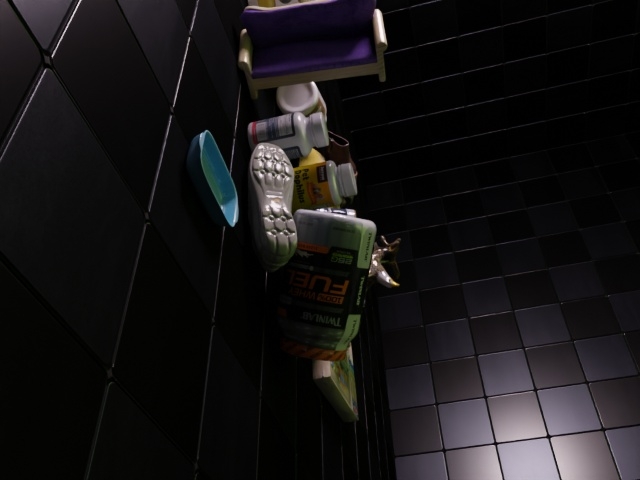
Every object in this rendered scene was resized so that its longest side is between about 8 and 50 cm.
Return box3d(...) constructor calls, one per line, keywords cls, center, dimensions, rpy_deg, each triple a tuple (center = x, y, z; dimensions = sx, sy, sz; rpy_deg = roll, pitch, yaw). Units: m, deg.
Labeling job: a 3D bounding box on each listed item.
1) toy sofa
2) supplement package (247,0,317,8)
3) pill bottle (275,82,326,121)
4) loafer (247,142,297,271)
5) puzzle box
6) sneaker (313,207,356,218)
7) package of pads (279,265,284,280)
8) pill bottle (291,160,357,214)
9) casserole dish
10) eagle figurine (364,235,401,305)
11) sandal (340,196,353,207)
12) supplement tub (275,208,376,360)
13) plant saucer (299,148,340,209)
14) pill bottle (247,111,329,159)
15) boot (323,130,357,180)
box3d(cls="toy sofa", center=(-0.021, -0.483, 1.583), dimensions=(0.177, 0.362, 0.150), rpy_deg=(78, 8, -50))
box3d(cls="supplement package", center=(-0.102, -0.727, 1.856), dimensions=(0.198, 0.199, 0.263), rpy_deg=(-19, 99, -80))
box3d(cls="pill bottle", center=(-0.051, -0.417, 2.017), dimensions=(0.229, 0.131, 0.131), rpy_deg=(39, 41, -75))
box3d(cls="loafer", center=(-0.115, -0.080, 1.409), dimensions=(0.111, 0.112, 0.320), rpy_deg=(123, -30, -48))
box3d(cls="puzzle box", center=(0.042, 0.361, 1.940), dimensions=(0.409, 0.052, 0.272), rpy_deg=(65, 18, -56))
box3d(cls="sneaker", center=(0.000, 0.000, 2.019), dimensions=(0.099, 0.153, 0.282), rpy_deg=(-95, -161, -45))
box3d(cls="package of pads", center=(-0.030, 0.089, 1.675), dimensions=(0.296, 0.101, 0.229), rpy_deg=(-38, 115, -78))
box3d(cls="pill bottle", center=(-0.019, -0.136, 1.638), dimensions=(0.117, 0.214, 0.117), rpy_deg=(-11, 90, -81))
box3d(cls="casserole dish", center=(-0.192, -0.105, 1.132), dimensions=(0.114, 0.036, 0.188), rpy_deg=(-91, 165, -45))
box3d(cls="eagle figurine", center=(0.132, 0.111, 1.926), dimensions=(0.226, 0.298, 0.225), rpy_deg=(58, -27, -13))
box3d(cls="sandal", center=(0.048, -0.168, 2.462), dimensions=(0.303, 0.120, 0.086), rpy_deg=(20, 87, -77))
box3d(cls="supplement tub", center=(0.008, 0.098, 1.434), dimensions=(0.193, 0.193, 0.316), rpy_deg=(9, 90, -80))
box3d(cls="plant saucer", center=(0.006, -0.121, 2.184), dimensions=(0.333, 0.080, 0.333), rpy_deg=(-90, 166, -51))
box3d(cls="pill bottle", center=(-0.075, -0.249, 1.540), dimensions=(0.108, 0.180, 0.108), rpy_deg=(-10, 90, -81))
box3d(cls="boot", center=(0.040, -0.302, 2.254), dimensions=(0.248, 0.090, 0.207), rpy_deg=(38, -28, 43))
